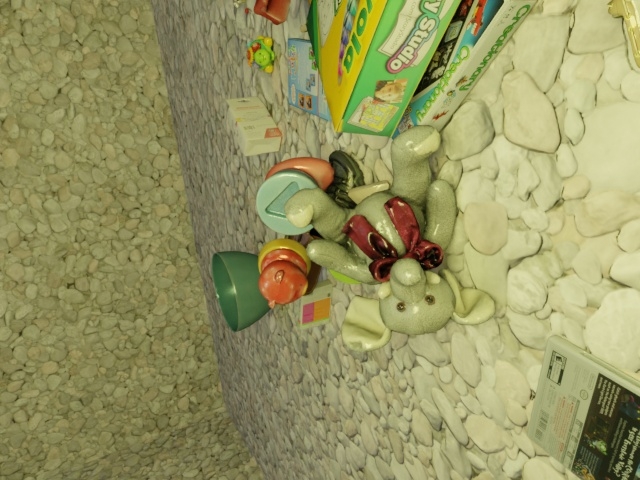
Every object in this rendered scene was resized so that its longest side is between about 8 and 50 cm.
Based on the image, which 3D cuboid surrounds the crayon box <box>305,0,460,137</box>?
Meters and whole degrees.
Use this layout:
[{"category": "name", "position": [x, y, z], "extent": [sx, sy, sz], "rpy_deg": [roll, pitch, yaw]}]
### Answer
[{"category": "crayon box", "position": [0.089, -0.387, 0.628], "extent": [0.363, 0.106, 0.313], "rpy_deg": [114, 153, -48]}]

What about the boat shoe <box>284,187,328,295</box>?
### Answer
[{"category": "boat shoe", "position": [-0.026, 0.001, 1.138], "extent": [0.104, 0.110, 0.307], "rpy_deg": [12, 103, 44]}]

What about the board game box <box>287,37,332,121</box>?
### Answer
[{"category": "board game box", "position": [-0.018, -0.384, 1.056], "extent": [0.211, 0.039, 0.160], "rpy_deg": [40, 136, 50]}]

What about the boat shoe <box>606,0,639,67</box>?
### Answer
[{"category": "boat shoe", "position": [0.314, -0.238, 0.447], "extent": [0.045, 0.050, 0.135], "rpy_deg": [-26, 79, 58]}]

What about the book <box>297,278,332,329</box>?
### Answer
[{"category": "book", "position": [-0.017, 0.185, 1.272], "extent": [0.035, 0.096, 0.144], "rpy_deg": [47, 142, 45]}]

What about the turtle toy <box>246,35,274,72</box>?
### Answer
[{"category": "turtle toy", "position": [-0.170, -0.522, 1.261], "extent": [0.130, 0.066, 0.095], "rpy_deg": [41, 138, 50]}]

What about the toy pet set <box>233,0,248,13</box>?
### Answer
[{"category": "toy pet set", "position": [-0.241, -0.743, 1.297], "extent": [0.122, 0.065, 0.114], "rpy_deg": [-33, 73, 63]}]

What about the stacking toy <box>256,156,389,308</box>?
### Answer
[{"category": "stacking toy", "position": [0.000, 0.000, 0.914], "extent": [0.130, 0.279, 0.309], "rpy_deg": [-83, -3, -62]}]

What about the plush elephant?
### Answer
[{"category": "plush elephant", "position": [0.128, 0.040, 0.734], "extent": [0.330, 0.271, 0.255], "rpy_deg": [61, -174, -46]}]

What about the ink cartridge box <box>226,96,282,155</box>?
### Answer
[{"category": "ink cartridge box", "position": [-0.209, -0.353, 1.370], "extent": [0.198, 0.115, 0.067], "rpy_deg": [62, 151, 29]}]

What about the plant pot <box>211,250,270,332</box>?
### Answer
[{"category": "plant pot", "position": [-0.257, 0.163, 1.630], "extent": [0.290, 0.195, 0.290], "rpy_deg": [38, 135, 51]}]

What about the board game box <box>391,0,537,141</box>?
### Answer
[{"category": "board game box", "position": [0.170, -0.301, 0.702], "extent": [0.193, 0.053, 0.305], "rpy_deg": [67, 153, 21]}]

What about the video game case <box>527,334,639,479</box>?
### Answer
[{"category": "video game case", "position": [0.373, 0.251, 0.606], "extent": [0.173, 0.022, 0.190], "rpy_deg": [36, 132, 54]}]

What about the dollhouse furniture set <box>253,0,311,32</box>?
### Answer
[{"category": "dollhouse furniture set", "position": [-0.074, -0.594, 0.829], "extent": [0.152, 0.201, 0.374], "rpy_deg": [9, 119, 59]}]

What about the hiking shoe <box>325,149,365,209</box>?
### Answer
[{"category": "hiking shoe", "position": [0.039, -0.087, 1.002], "extent": [0.086, 0.114, 0.227], "rpy_deg": [-3, 100, 63]}]
